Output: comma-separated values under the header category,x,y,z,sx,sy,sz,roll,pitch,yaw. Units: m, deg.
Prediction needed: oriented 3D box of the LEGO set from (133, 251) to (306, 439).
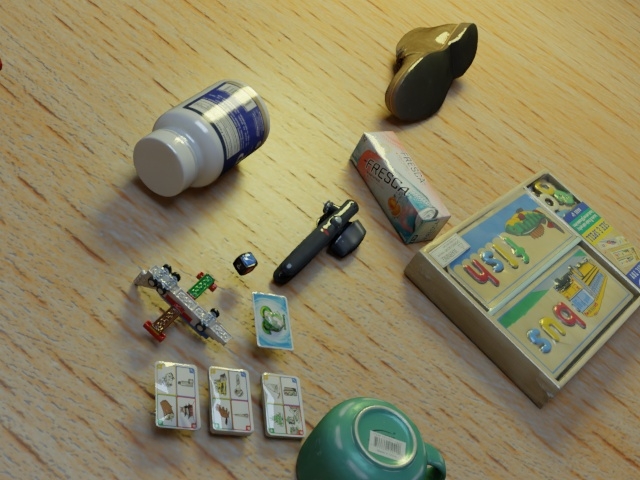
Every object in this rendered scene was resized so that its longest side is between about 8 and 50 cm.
category,x,y,z,sx,sy,sz,roll,pitch,yaw
LEGO set,-0.119,0.117,1.034,0.182,0.060,0.244,11,53,-29

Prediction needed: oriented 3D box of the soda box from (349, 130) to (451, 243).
category,x,y,z,sx,sy,sz,roll,pitch,yaw
soda box,0.119,-0.084,1.340,0.063,0.058,0.183,-9,54,-36

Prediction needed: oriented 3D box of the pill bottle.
category,x,y,z,sx,sy,sz,roll,pitch,yaw
pill bottle,-0.161,-0.136,1.187,0.112,0.112,0.186,38,43,8

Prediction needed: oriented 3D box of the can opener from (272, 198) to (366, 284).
category,x,y,z,sx,sy,sz,roll,pitch,yaw
can opener,0.000,0.000,1.190,0.073,0.059,0.186,41,42,10

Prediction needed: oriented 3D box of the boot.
category,x,y,z,sx,sy,sz,roll,pitch,yaw
boot,0.173,-0.305,1.579,0.115,0.112,0.305,14,40,27

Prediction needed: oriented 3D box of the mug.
category,x,y,z,sx,sy,sz,roll,pitch,yaw
mug,0.061,0.233,0.972,0.157,0.097,0.129,-19,62,-40

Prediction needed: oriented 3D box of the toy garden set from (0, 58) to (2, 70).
category,x,y,z,sx,sy,sz,roll,pitch,yaw
toy garden set,-0.552,-0.247,1.118,0.244,0.049,0.204,44,45,15

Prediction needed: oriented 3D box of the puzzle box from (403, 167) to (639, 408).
category,x,y,z,sx,sy,sz,roll,pitch,yaw
puzzle box,0.340,0.051,1.344,0.272,0.052,0.409,45,43,14
